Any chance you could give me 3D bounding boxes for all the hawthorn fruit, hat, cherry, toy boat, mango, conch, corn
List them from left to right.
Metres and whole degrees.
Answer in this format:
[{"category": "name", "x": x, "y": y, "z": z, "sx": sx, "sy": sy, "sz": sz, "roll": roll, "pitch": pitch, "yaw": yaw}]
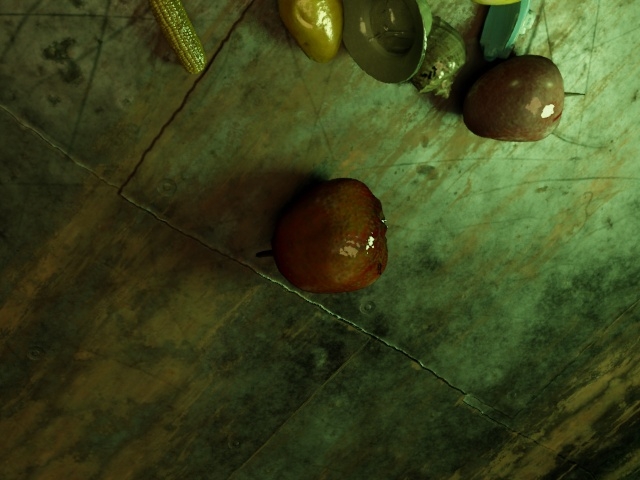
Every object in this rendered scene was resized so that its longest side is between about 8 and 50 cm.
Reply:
[{"category": "corn", "x": -0.311, "y": -0.459, "z": 1.451, "sx": 0.068, "sy": 0.068, "sz": 0.207, "roll": -23, "pitch": 122, "yaw": 1}, {"category": "mango", "x": -0.018, "y": -0.500, "z": 1.472, "sx": 0.147, "sy": 0.109, "sz": 0.227, "roll": -29, "pitch": 125, "yaw": -24}, {"category": "hawthorn fruit", "x": 0.000, "y": 0.000, "z": 1.693, "sx": 0.369, "sy": 0.284, "sz": 0.284, "roll": -14, "pitch": 125, "yaw": 22}, {"category": "hat", "x": 0.173, "y": -0.491, "z": 1.489, "sx": 0.130, "sy": 0.257, "sz": 0.257, "roll": -32, "pitch": 128, "yaw": -32}, {"category": "conch", "x": 0.280, "y": -0.442, "z": 1.595, "sx": 0.155, "sy": 0.130, "sz": 0.207, "roll": -29, "pitch": 103, "yaw": -34}, {"category": "toy boat", "x": 0.454, "y": -0.533, "z": 1.586, "sx": 0.102, "sy": 0.088, "sz": 0.215, "roll": -16, "pitch": 129, "yaw": -45}, {"category": "cherry", "x": 0.485, "y": -0.341, "z": 1.605, "sx": 0.286, "sy": 0.236, "sz": 0.212, "roll": -5, "pitch": 84, "yaw": 25}]

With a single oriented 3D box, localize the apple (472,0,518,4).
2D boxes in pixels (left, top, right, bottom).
[{"category": "apple", "x": 0.367, "y": -0.622, "z": 1.361, "sx": 0.286, "sy": 0.233, "sz": 0.285, "roll": -22, "pitch": 126, "yaw": -34}]
